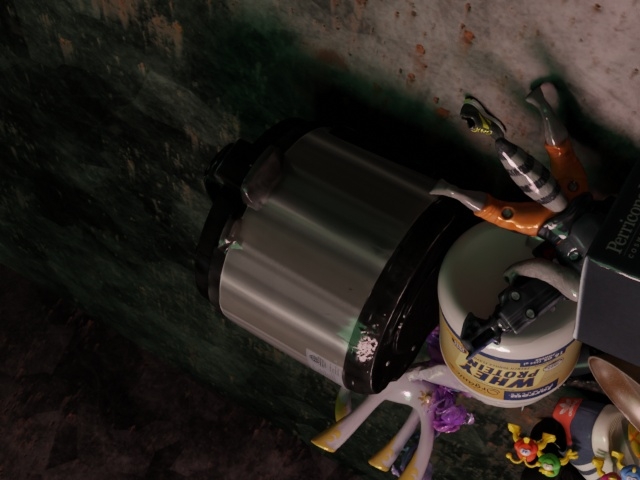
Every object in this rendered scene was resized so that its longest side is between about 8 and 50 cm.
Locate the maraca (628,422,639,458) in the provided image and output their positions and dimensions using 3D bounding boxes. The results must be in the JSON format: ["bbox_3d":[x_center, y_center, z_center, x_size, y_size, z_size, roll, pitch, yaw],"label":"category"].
[{"bbox_3d":[0.637,0.388,2.082,0.185,0.099,0.127,57,170,-4],"label":"maraca"}]

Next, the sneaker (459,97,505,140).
[{"bbox_3d":[0.231,-0.167,1.631,0.083,0.035,0.031,40,156,-15],"label":"sneaker"}]

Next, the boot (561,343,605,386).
[{"bbox_3d":[0.447,0.218,2.003,0.207,0.094,0.246,-20,169,31],"label":"boot"}]

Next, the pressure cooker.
[{"bbox_3d":[-0.003,0.004,1.814,0.420,0.375,0.369,28,121,20],"label":"pressure cooker"}]

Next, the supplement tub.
[{"bbox_3d":[0.299,0.123,1.757,0.228,0.228,0.316,25,160,18],"label":"supplement tub"}]

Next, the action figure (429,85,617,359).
[{"bbox_3d":[0.302,0.013,1.515,0.330,0.341,0.178,46,172,-5],"label":"action figure"}]

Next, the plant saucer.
[{"bbox_3d":[0.543,0.280,1.744,0.310,0.050,0.310,47,177,4],"label":"plant saucer"}]

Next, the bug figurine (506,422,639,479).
[{"bbox_3d":[0.478,0.416,2.072,0.279,0.072,0.216,12,163,20],"label":"bug figurine"}]

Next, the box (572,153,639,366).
[{"bbox_3d":[0.540,0.033,1.310,0.396,0.293,0.212,23,154,22],"label":"box"}]

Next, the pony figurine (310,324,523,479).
[{"bbox_3d":[0.201,0.293,2.196,0.351,0.363,0.303,26,180,5],"label":"pony figurine"}]

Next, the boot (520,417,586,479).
[{"bbox_3d":[0.526,0.519,2.354,0.091,0.263,0.229,-28,112,34],"label":"boot"}]

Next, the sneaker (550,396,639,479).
[{"bbox_3d":[0.548,0.430,2.278,0.148,0.131,0.350,17,143,34],"label":"sneaker"}]
